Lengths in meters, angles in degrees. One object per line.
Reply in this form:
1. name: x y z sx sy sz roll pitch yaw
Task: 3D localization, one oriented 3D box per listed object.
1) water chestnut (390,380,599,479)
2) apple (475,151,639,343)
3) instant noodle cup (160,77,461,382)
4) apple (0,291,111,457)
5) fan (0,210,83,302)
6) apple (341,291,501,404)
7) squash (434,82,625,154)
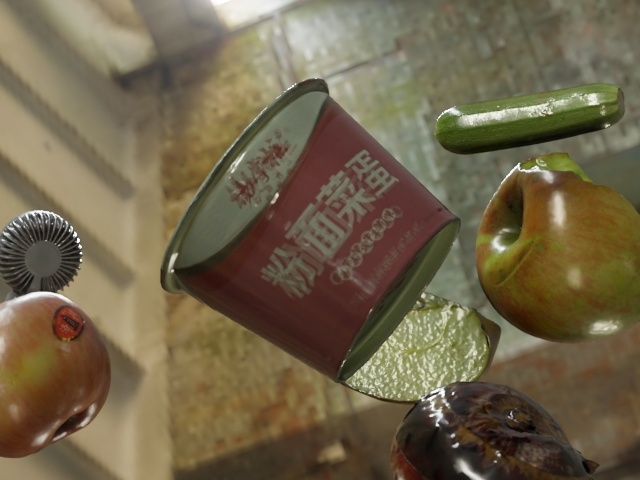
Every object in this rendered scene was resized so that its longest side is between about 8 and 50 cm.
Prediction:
1. water chestnut: 0.215 0.342 2.196 0.300 0.300 0.300 -20 -90 -80
2. apple: 0.326 0.012 2.108 0.226 0.246 0.246 19 -146 -21
3. instant noodle cup: 0.000 0.000 1.438 0.178 0.235 0.235 36 -177 12
4. apple: -0.333 0.155 1.883 0.164 0.209 0.209 56 -173 12
5. fan: -0.443 0.076 2.505 0.074 0.130 0.244 27 100 68
6. apple: 0.116 0.144 2.652 0.254 0.346 0.179 -35 -36 -62
7. squash: 0.246 -0.143 1.955 0.066 0.229 0.066 -9 -90 -70
